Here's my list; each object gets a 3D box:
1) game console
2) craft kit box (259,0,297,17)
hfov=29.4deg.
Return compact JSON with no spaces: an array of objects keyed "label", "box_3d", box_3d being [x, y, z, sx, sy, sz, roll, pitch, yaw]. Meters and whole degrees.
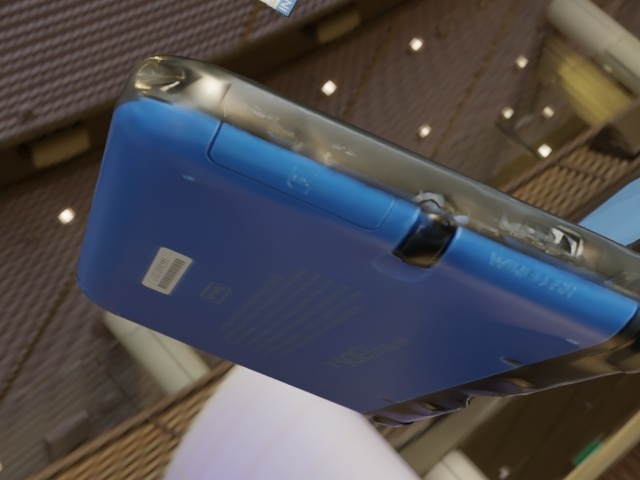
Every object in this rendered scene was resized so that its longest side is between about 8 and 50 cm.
[{"label":"game console","box_3d":[0.055,-0.029,0.484,0.293,0.250,0.173,137,155,-71]},{"label":"craft kit box","box_3d":[-0.083,-0.439,1.482,0.250,0.246,0.061,-59,5,7]}]
